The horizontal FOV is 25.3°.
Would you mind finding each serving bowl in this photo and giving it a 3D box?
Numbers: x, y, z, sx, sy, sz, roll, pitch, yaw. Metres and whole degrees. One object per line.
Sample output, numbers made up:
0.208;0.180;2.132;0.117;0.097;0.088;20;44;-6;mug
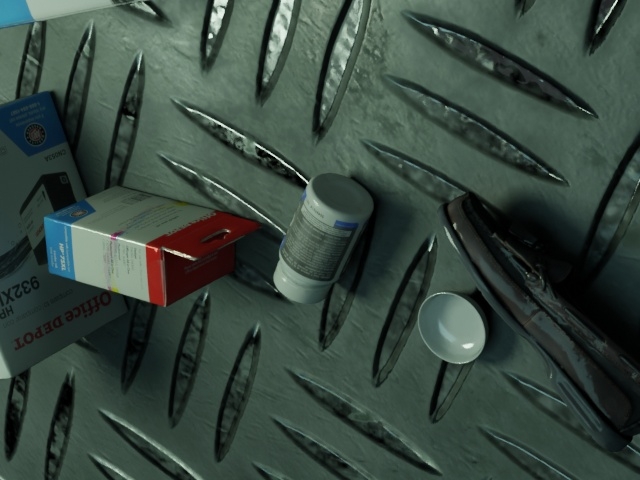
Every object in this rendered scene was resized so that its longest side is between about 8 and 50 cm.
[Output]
0.148;0.090;1.541;0.083;0.027;0.083;14;117;31;serving bowl

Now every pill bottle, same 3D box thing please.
0.000;0.000;1.577;0.078;0.078;0.137;38;127;17;pill bottle

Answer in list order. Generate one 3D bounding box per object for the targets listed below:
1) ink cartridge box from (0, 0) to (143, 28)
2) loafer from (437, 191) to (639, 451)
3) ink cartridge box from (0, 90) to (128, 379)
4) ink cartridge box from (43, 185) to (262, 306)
-0.212;-0.398;1.500;0.395;0.166;0.285;-2;109;38;ink cartridge box
0.239;0.065;1.427;0.095;0.109;0.302;-38;83;20;loafer
-0.399;-0.004;1.772;0.129;0.223;0.307;-10;103;38;ink cartridge box
-0.196;0.008;1.687;0.231;0.134;0.078;15;117;32;ink cartridge box
